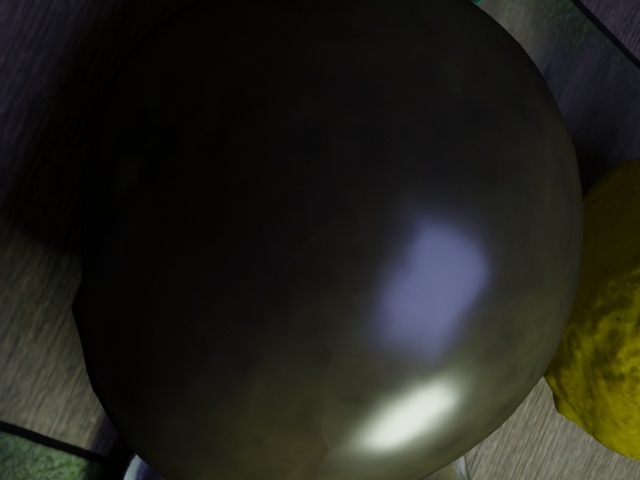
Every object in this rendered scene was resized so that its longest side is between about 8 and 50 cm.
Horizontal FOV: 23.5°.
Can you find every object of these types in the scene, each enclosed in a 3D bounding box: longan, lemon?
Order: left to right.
[{"bbox_3d":[0.000,0.000,0.887,0.319,0.319,0.319,-24,124,-41],"label":"longan"},{"bbox_3d":[0.316,0.065,1.325,0.268,0.268,0.322,-45,158,-27],"label":"lemon"}]

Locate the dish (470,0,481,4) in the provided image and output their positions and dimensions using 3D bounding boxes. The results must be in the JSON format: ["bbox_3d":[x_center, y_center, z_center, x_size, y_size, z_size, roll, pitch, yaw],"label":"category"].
[{"bbox_3d":[0.056,-0.260,0.995,0.246,0.078,0.224,16,83,-32],"label":"dish"}]

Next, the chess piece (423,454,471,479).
[{"bbox_3d":[0.077,0.096,1.188,0.137,0.137,0.300,14,84,-51],"label":"chess piece"}]

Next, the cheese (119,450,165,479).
[{"bbox_3d":[-0.094,0.210,1.075,0.135,0.052,0.244,-18,120,-43],"label":"cheese"}]
